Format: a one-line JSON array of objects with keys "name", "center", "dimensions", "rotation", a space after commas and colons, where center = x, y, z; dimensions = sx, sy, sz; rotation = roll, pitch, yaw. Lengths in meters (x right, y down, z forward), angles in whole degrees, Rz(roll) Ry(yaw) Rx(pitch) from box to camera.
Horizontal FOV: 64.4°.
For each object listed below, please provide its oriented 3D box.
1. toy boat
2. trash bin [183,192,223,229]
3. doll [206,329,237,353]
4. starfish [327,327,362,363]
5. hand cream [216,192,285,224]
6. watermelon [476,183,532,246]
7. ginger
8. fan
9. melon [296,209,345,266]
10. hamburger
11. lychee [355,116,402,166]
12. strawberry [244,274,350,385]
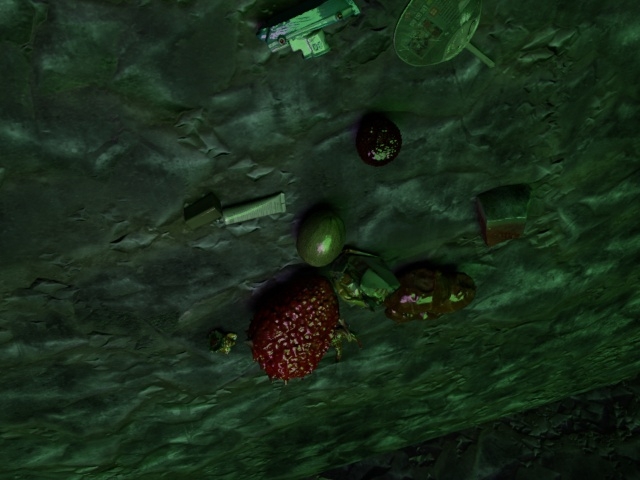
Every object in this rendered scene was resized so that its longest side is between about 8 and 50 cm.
[{"name": "toy boat", "center": [-0.019, -0.433, 1.049], "dimensions": [0.215, 0.088, 0.102], "rotation": [-24, 128, 5]}, {"name": "trash bin", "center": [-0.307, -0.074, 1.325], "dimensions": [0.092, 0.061, 0.043], "rotation": [-26, 138, 7]}, {"name": "doll", "center": [-0.345, 0.346, 1.756], "dimensions": [0.078, 0.076, 0.113], "rotation": [-62, 162, 1]}, {"name": "starfish", "center": [0.056, 0.408, 1.960], "dimensions": [0.190, 0.074, 0.146], "rotation": [-27, 136, 6]}, {"name": "hand cream", "center": [-0.189, -0.082, 1.385], "dimensions": [0.194, 0.042, 0.067], "rotation": [-16, 130, -14]}, {"name": "watermelon", "center": [0.613, -0.058, 1.697], "dimensions": [0.193, 0.140, 0.257], "rotation": [-11, 145, 0]}, {"name": "ginger", "center": [0.363, 0.199, 1.827], "dimensions": [0.357, 0.152, 0.274], "rotation": [5, 151, -26]}, {"name": "fan", "center": [0.285, -0.474, 1.193], "dimensions": [0.223, 0.012, 0.294], "rotation": [-28, 137, 7]}, {"name": "melon", "center": [0.000, 0.000, 1.469], "dimensions": [0.139, 0.139, 0.192], "rotation": [3, 130, -25]}, {"name": "hamburger", "center": [0.135, 0.139, 1.606], "dimensions": [0.214, 0.235, 0.125], "rotation": [2, 142, -30]}, {"name": "lychee", "center": [0.144, -0.247, 1.294], "dimensions": [0.123, 0.123, 0.129], "rotation": [-3, 171, -20]}, {"name": "strawberry", "center": [-0.062, 0.284, 1.625], "dimensions": [0.343, 0.292, 0.292], "rotation": [-34, 137, 21]}]
